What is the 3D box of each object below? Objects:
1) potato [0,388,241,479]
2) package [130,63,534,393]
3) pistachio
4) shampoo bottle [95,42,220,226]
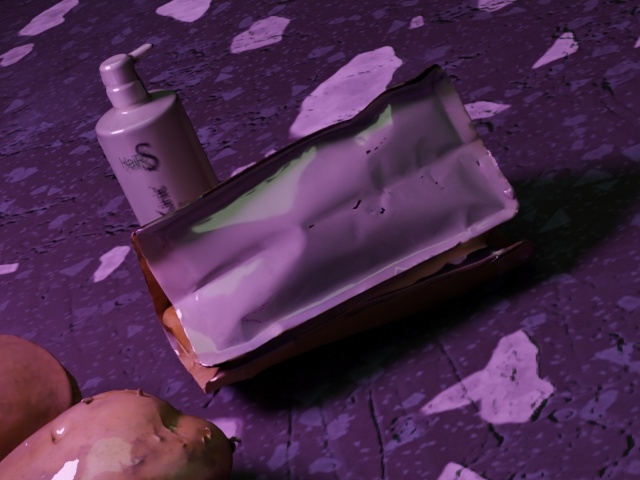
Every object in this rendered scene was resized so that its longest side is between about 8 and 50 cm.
[{"bbox_3d":[-0.182,0.192,1.401,0.235,0.128,0.161,-17,22,26],"label":"potato"},{"bbox_3d":[0.016,0.024,1.566,0.311,0.221,0.165,-27,65,-10],"label":"package"},{"bbox_3d":[-0.336,0.163,1.553,0.261,0.163,0.212,-26,59,-7],"label":"pistachio"},{"bbox_3d":[-0.139,-0.053,1.670,0.085,0.262,0.085,-19,26,10],"label":"shampoo bottle"}]
